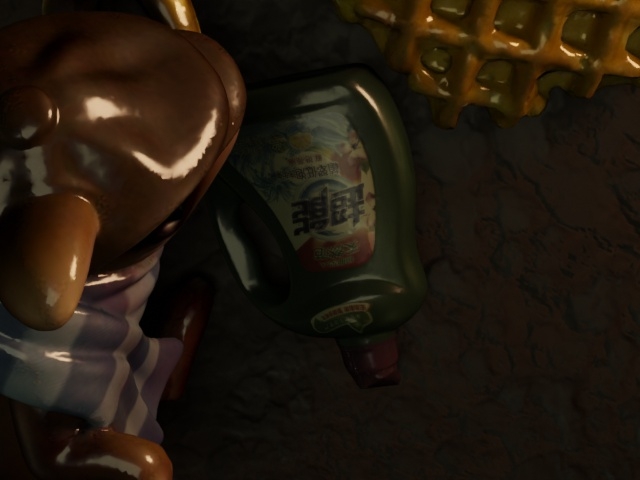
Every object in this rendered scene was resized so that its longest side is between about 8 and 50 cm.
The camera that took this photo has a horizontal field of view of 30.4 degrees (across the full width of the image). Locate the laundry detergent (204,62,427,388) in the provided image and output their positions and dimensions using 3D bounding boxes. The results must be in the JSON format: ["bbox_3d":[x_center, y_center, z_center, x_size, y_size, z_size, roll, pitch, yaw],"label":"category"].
[{"bbox_3d":[0.000,0.000,0.788,0.144,0.078,0.221,-8,105,18],"label":"laundry detergent"}]

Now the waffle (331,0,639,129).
[{"bbox_3d":[0.126,-0.192,0.704,0.291,0.051,0.291,0,122,0],"label":"waffle"}]

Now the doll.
[{"bbox_3d":[-0.142,0.015,0.710,0.209,0.318,0.339,-16,141,-25],"label":"doll"}]
